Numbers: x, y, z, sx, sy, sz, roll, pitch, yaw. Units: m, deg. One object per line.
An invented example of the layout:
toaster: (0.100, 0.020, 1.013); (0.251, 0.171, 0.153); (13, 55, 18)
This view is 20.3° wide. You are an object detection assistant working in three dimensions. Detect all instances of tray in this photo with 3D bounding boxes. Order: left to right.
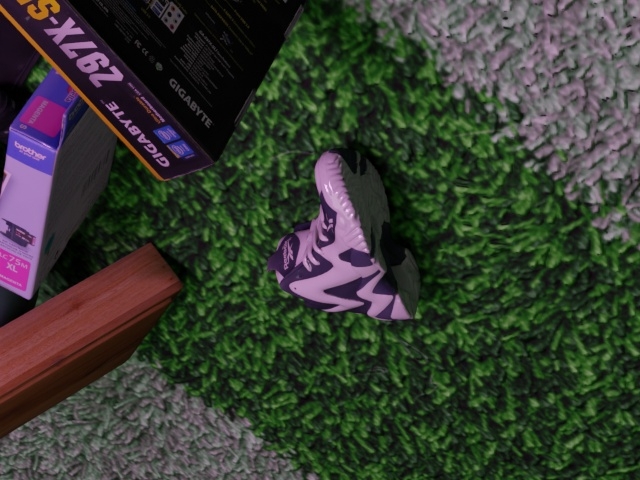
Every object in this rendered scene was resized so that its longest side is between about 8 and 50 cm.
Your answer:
tray: (-0.354, 0.162, 2.010); (0.076, 0.411, 0.203); (51, 143, 8)

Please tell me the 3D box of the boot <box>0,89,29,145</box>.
boot: (-0.353, -0.123, 1.941); (0.121, 0.045, 0.099); (-15, 151, 31)

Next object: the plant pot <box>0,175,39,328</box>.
plant pot: (-0.444, 0.033, 2.042); (0.293, 0.293, 0.196); (4, 166, 25)

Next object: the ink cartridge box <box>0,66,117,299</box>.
ink cartridge box: (-0.262, -0.098, 1.825); (0.065, 0.185, 0.311); (27, 142, 2)

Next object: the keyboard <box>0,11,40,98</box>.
keyboard: (-0.389, -0.232, 1.867); (0.202, 0.033, 0.317); (28, 143, -14)

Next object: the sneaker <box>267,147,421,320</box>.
sneaker: (0.000, 0.000, 1.868); (0.153, 0.094, 0.235); (-5, 144, 22)

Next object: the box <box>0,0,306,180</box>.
box: (-0.161, -0.251, 1.530); (0.079, 0.257, 0.322); (-16, 127, 41)
